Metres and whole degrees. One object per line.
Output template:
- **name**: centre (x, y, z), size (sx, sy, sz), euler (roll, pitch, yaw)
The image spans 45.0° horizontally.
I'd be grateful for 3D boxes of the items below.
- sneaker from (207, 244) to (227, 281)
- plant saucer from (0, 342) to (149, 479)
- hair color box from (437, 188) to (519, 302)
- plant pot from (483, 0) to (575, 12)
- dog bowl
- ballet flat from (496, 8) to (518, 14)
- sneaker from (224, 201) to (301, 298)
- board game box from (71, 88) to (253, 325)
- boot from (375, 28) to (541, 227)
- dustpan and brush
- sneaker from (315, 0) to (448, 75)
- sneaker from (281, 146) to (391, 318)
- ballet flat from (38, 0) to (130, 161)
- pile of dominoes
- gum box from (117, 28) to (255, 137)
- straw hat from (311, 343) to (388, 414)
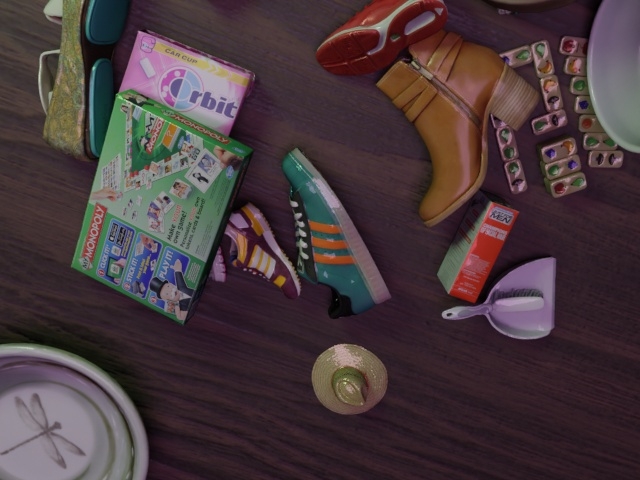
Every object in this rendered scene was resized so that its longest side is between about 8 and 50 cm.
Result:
- **sneaker**: centre (-0.205, -0.003, 1.262), size (0.075, 0.063, 0.170), euler (-14, 112, -5)
- **plant saucer**: centre (-0.493, 0.346, 1.339), size (0.401, 0.100, 0.400), euler (-1, 107, -3)
- **hair color box**: centre (0.257, 0.007, 1.273), size (0.053, 0.093, 0.167), euler (19, 106, -9)
- **plant pot**: centre (0.262, -0.454, 1.008), size (0.263, 0.229, 0.263), euler (0, 91, 28)
- **dog bowl**: centre (0.501, -0.260, 1.107), size (0.104, 0.265, 0.264), euler (-7, 108, -13)
- **ballet flat**: centre (0.326, -0.449, 1.143), size (0.077, 0.091, 0.241), euler (37, 99, 10)
- **sneaker**: centre (-0.103, 0.031, 1.263), size (0.084, 0.069, 0.185), euler (-33, 110, -11)
- **board game box**: centre (-0.252, -0.045, 1.195), size (0.214, 0.046, 0.317), euler (27, 118, 6)
- **boot**: centre (0.177, -0.180, 1.207), size (0.220, 0.109, 0.283), euler (32, 111, -6)
- **dustpan and brush**: centre (0.308, 0.110, 1.324), size (0.211, 0.060, 0.147), euler (-4, 108, -2)
- **sneaker**: centre (0.096, -0.339, 1.174), size (0.221, 0.128, 0.087), euler (-15, 139, 31)
- **sneaker**: centre (0.000, 0.000, 1.250), size (0.121, 0.108, 0.302), euler (-29, 108, 2)
- **ballet flat**: centre (-0.357, -0.291, 1.145), size (0.123, 0.123, 0.348), euler (9, 107, -6)
- **pile of dominoes**: centre (0.379, -0.198, 1.243), size (0.196, 0.040, 0.251), euler (-19, 108, 3)
- **gum box**: centre (-0.202, -0.238, 1.189), size (0.188, 0.062, 0.107), euler (21, 106, -9)
- **straw hat**: centre (0.052, 0.259, 1.359), size (0.145, 0.061, 0.144), euler (-1, 107, -3)
